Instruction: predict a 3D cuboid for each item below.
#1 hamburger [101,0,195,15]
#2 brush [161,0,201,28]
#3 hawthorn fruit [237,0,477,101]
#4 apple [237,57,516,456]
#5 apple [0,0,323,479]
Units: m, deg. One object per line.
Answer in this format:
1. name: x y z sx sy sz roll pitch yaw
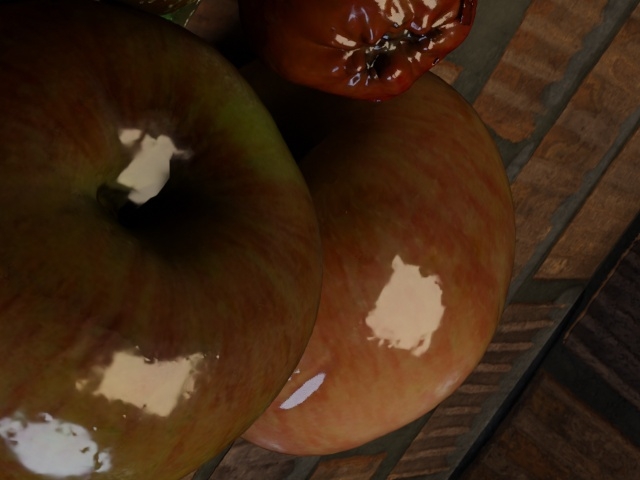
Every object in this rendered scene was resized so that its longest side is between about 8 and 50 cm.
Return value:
1. hamburger: -0.127 -0.265 1.248 0.189 0.122 0.215 -60 158 11
2. brush: -0.194 -0.124 1.415 0.048 0.054 0.282 10 117 -53
3. hawthorn fruit: 0.018 -0.247 1.373 0.211 0.299 0.211 -9 128 -12
4. apple: 0.000 0.000 1.549 0.391 0.391 0.346 -43 135 -16
5. apple: -0.201 0.014 1.205 0.400 0.400 0.333 -28 178 -40
